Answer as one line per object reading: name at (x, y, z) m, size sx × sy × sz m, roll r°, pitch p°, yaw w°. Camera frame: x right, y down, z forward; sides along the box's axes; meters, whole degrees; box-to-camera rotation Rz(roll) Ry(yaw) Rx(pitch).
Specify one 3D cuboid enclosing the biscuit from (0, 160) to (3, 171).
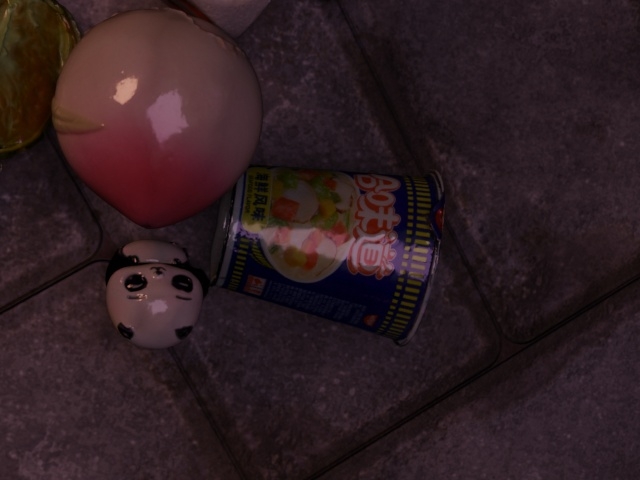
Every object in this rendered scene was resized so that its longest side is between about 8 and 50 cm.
biscuit at (-0.584, -0.046, 1.825) m, size 0.147 × 0.046 × 0.250 m, roll 29°, pitch 88°, yaw -19°

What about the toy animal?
toy animal at (-0.241, 0.082, 1.882) m, size 0.166 × 0.179 × 0.138 m, roll 1°, pitch 111°, yaw -9°

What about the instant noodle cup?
instant noodle cup at (0.000, 0.000, 1.903) m, size 0.312 × 0.284 × 0.284 m, roll 10°, pitch 94°, yaw -9°

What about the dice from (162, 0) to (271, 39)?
dice at (-0.166, -0.457, 1.788) m, size 0.259 × 0.251 × 0.243 m, roll 36°, pitch 88°, yaw -17°

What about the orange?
orange at (-0.491, -0.274, 1.738) m, size 0.334 × 0.196 × 0.262 m, roll 35°, pitch 83°, yaw -33°

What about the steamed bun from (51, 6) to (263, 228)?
steamed bun at (-0.229, -0.147, 1.740) m, size 0.309 × 0.309 × 0.309 m, roll -2°, pitch 98°, yaw -16°
